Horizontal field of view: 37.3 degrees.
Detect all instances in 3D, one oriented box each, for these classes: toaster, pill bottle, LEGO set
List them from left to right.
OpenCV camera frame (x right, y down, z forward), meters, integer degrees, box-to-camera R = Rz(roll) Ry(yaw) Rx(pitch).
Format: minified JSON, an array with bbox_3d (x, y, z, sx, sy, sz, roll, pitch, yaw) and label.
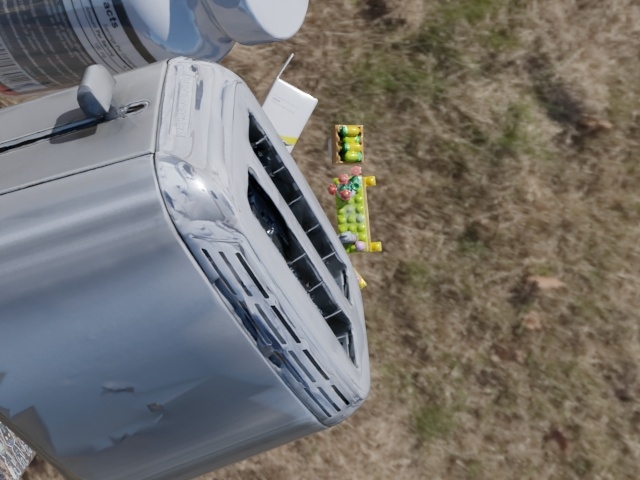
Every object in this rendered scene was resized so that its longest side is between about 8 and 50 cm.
[{"bbox_3d":[-0.208,-0.272,1.003,0.210,0.362,0.210,-3,90,-66],"label":"pill bottle"},{"bbox_3d":[-0.072,0.026,0.433,0.146,0.129,0.227,-19,129,15],"label":"toaster"},{"bbox_3d":[0.000,0.000,1.121,0.132,0.107,0.287,31,95,13],"label":"LEGO set"}]

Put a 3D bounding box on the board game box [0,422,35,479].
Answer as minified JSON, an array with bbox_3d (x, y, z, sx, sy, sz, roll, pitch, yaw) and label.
[{"bbox_3d":[-0.423,0.129,0.809,0.232,0.141,0.291,-30,95,-6],"label":"board game box"}]

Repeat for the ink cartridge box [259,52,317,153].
[{"bbox_3d":[-0.067,-0.151,1.317,0.067,0.115,0.198,28,84,-10],"label":"ink cartridge box"}]
